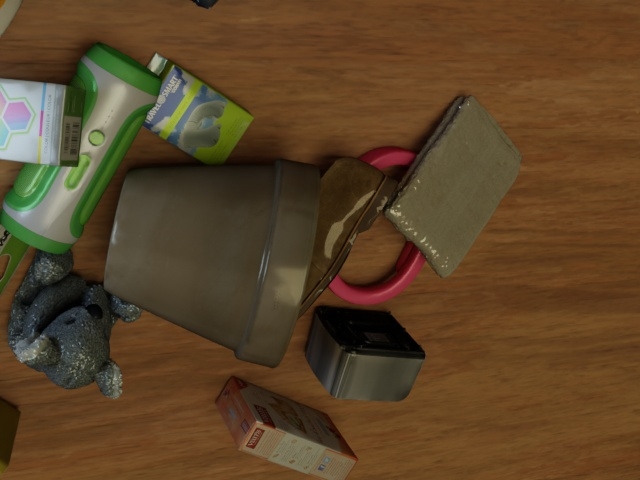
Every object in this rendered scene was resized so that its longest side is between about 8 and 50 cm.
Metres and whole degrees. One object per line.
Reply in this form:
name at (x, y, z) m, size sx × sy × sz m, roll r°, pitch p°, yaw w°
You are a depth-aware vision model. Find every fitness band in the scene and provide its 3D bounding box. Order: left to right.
fitness band at (0.106, -0.023, 1.587) m, size 0.209 × 0.054 × 0.291 m, roll 16°, pitch 104°, yaw -27°

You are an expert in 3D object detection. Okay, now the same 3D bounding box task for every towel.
towel at (0.235, -0.098, 1.567) m, size 0.187 × 0.049 × 0.282 m, roll 45°, pitch 71°, yaw -27°

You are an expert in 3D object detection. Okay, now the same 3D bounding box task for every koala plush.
koala plush at (-0.378, 0.152, 1.359) m, size 0.196 × 0.221 × 0.203 m, roll 32°, pitch 97°, yaw -31°

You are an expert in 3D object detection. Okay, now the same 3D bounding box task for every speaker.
speaker at (-0.349, -0.133, 1.302) m, size 0.131 × 0.131 × 0.297 m, roll 27°, pitch 99°, yaw -30°

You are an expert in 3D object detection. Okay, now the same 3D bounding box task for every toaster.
toaster at (0.070, 0.199, 1.600) m, size 0.185 × 0.168 × 0.110 m, roll 7°, pitch 110°, yaw -26°

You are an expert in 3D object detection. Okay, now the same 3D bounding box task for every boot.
boot at (0.000, 0.000, 1.492) m, size 0.115 × 0.112 × 0.305 m, roll 32°, pitch 96°, yaw -4°

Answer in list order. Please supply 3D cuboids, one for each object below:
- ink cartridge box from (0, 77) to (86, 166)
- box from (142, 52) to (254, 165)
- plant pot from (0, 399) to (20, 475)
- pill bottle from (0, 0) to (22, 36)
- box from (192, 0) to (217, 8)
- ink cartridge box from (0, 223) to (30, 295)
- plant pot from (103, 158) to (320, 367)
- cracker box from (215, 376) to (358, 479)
ink cartridge box at (-0.432, -0.165, 1.219) m, size 0.209 × 0.062 × 0.109 m, roll 8°, pitch 95°, yaw 11°
box at (-0.205, -0.198, 1.387) m, size 0.178 × 0.042 × 0.109 m, roll 30°, pitch 97°, yaw -31°
plant pot at (-0.608, 0.314, 1.353) m, size 0.212 × 0.212 × 0.187 m, roll -44°, pitch 109°, yaw 0°
pill bottle at (-0.528, -0.346, 1.117) m, size 0.278 × 0.162 × 0.162 m, roll 37°, pitch 95°, yaw -30°
box at (-0.168, -0.523, 1.183) m, size 0.296 × 0.183 × 0.294 m, roll -47°, pitch 120°, yaw 1°
ink cartridge box at (-0.570, 0.020, 1.306) m, size 0.189 × 0.097 × 0.255 m, roll -57°, pitch 154°, yaw 7°
plant pot at (-0.173, 0.013, 1.362) m, size 0.280 × 0.323 × 0.323 m, roll 11°, pitch 108°, yaw -10°
cracker box at (-0.062, 0.343, 1.614) m, size 0.232 × 0.156 × 0.067 m, roll 27°, pitch 99°, yaw -30°
